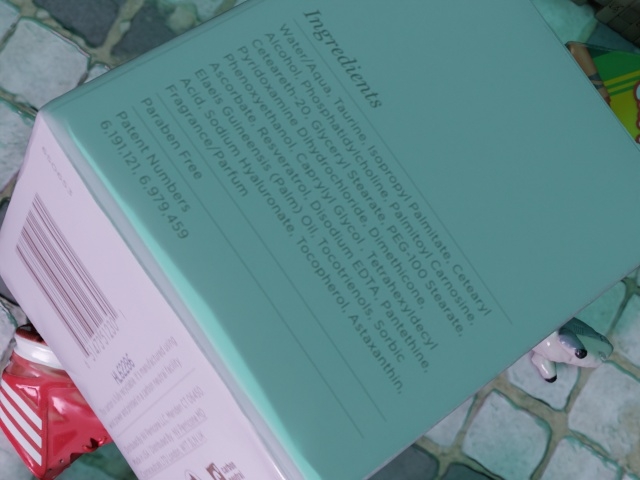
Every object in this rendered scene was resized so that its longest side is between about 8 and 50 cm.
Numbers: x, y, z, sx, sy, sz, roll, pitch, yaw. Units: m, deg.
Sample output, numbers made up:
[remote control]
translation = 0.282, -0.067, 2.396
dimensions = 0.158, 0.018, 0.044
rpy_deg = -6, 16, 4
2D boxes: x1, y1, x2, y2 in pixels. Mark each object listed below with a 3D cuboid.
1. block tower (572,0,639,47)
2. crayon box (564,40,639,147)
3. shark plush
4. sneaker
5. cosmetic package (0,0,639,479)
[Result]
[block tower]
translation = 0.304, -0.289, 1.256
dimensions = 0.335, 0.091, 0.097
rpy_deg = 32, 78, -4
[crayon box]
translation = 0.378, -0.072, 1.241
dimensions = 0.318, 0.081, 0.202
rpy_deg = 8, 80, -9
[shark plush]
translation = 0.217, 0.074, 1.221
dimensions = 0.161, 0.073, 0.067
rpy_deg = 38, 56, 18
[sneaker]
translation = -0.191, 0.167, 1.118
dimensions = 0.221, 0.087, 0.128
rpy_deg = 21, 97, -9
[cosmetic package]
translation = 0.000, 0.000, 0.988
dimensions = 0.393, 0.329, 0.327
rpy_deg = -33, 85, -26
